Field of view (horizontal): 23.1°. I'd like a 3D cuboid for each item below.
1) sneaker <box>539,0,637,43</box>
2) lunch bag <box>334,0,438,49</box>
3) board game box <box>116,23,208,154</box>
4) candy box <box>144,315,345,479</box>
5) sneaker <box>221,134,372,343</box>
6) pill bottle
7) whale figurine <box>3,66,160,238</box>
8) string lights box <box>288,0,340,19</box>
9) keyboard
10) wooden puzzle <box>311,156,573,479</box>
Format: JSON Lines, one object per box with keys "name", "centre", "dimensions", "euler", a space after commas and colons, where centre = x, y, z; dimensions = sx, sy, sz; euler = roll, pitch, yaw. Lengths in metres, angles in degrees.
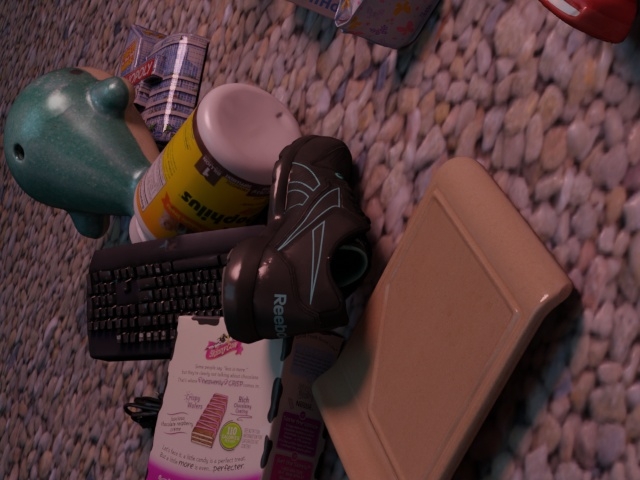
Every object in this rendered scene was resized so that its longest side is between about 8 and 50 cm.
{"name": "sneaker", "centre": [0.199, -0.247, 1.109], "dimensions": [0.128, 0.087, 0.221], "euler": [-55, 31, 36]}
{"name": "lunch bag", "centre": [0.059, -0.215, 1.394], "dimensions": [0.083, 0.071, 0.053], "euler": [-59, 29, 28]}
{"name": "board game box", "centre": [-0.212, -0.190, 1.955], "dimensions": [0.194, 0.060, 0.194], "euler": [-22, 56, 59]}
{"name": "candy box", "centre": [-0.075, 0.186, 1.366], "dimensions": [0.159, 0.071, 0.233], "euler": [-1, 74, 47]}
{"name": "sneaker", "centre": [0.000, 0.000, 1.344], "dimensions": [0.267, 0.106, 0.101], "euler": [-68, -26, -50]}
{"name": "pill bottle", "centre": [-0.114, -0.056, 1.596], "dimensions": [0.215, 0.117, 0.117], "euler": [-46, 35, 45]}
{"name": "whale figurine", "centre": [-0.268, -0.090, 1.831], "dimensions": [0.272, 0.141, 0.216], "euler": [39, 127, 33]}
{"name": "string lights box", "centre": [0.019, -0.367, 1.569], "dimensions": [0.260, 0.076, 0.133], "euler": [-65, 25, 15]}
{"name": "keyboard", "centre": [-0.138, 0.096, 1.554], "dimensions": [0.317, 0.033, 0.202], "euler": [-9, 89, 49]}
{"name": "wooden puzzle", "centre": [0.089, 0.079, 1.185], "dimensions": [0.239, 0.044, 0.221], "euler": [-59, 27, 18]}
